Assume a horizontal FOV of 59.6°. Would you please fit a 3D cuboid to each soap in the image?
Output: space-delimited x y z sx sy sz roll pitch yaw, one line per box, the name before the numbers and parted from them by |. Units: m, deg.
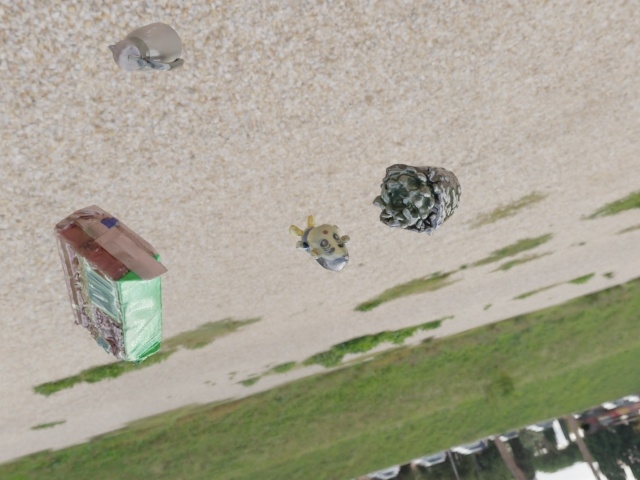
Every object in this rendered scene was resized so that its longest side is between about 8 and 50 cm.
soap | -0.349 0.085 0.944 0.098 0.218 0.273 -38 155 -37

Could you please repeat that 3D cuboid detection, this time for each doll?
doll | 0.000 0.000 1.123 0.102 0.179 0.089 -29 132 -22

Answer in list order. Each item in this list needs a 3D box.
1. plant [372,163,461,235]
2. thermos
plant | 0.183 -0.082 1.082 0.132 0.129 0.194 12 -165 37
thermos | -0.390 -0.432 1.287 0.105 0.137 0.193 -62 -177 27
